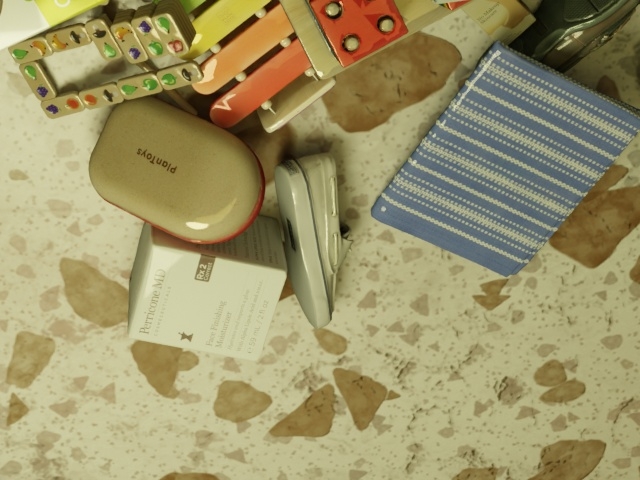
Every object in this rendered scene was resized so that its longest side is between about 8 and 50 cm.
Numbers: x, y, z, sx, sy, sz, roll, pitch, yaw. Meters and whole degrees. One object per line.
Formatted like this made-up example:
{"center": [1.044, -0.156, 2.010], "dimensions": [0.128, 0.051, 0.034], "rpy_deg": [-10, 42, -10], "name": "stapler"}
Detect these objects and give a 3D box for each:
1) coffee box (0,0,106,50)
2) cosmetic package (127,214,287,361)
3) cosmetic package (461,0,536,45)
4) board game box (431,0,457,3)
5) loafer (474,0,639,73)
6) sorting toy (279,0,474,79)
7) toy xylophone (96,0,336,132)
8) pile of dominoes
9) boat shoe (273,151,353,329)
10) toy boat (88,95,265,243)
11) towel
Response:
{"center": [-0.363, -0.418, 1.451], "dimensions": [0.334, 0.338, 0.337], "rpy_deg": [-24, 120, 6], "name": "coffee box"}
{"center": [-0.156, 0.049, 1.860], "dimensions": [0.184, 0.151, 0.151], "rpy_deg": [11, 117, -14], "name": "cosmetic package"}
{"center": [0.216, -0.303, 1.756], "dimensions": [0.060, 0.041, 0.115], "rpy_deg": [-42, 130, 18], "name": "cosmetic package"}
{"center": [0.178, -0.441, 1.537], "dimensions": [0.097, 0.303, 0.224], "rpy_deg": [-2, 129, 38], "name": "board game box"}
{"center": [0.324, -0.272, 1.788], "dimensions": [0.267, 0.096, 0.084], "rpy_deg": [-36, 138, 21], "name": "loafer"}
{"center": [0.061, -0.353, 1.620], "dimensions": [0.257, 0.089, 0.255], "rpy_deg": [-28, 109, 0], "name": "sorting toy"}
{"center": [-0.137, -0.265, 1.721], "dimensions": [0.323, 0.081, 0.236], "rpy_deg": [39, 109, -25], "name": "toy xylophone"}
{"center": [-0.279, -0.243, 1.684], "dimensions": [0.251, 0.040, 0.196], "rpy_deg": [-12, 127, 23], "name": "pile of dominoes"}
{"center": [0.000, 0.000, 1.893], "dimensions": [0.088, 0.096, 0.267], "rpy_deg": [-19, 119, -16], "name": "boat shoe"}
{"center": [-0.176, -0.085, 1.793], "dimensions": [0.231, 0.151, 0.151], "rpy_deg": [26, 92, 18], "name": "toy boat"}
{"center": [0.246, -0.100, 1.854], "dimensions": [0.243, 0.040, 0.336], "rpy_deg": [23, 129, -17], "name": "towel"}
